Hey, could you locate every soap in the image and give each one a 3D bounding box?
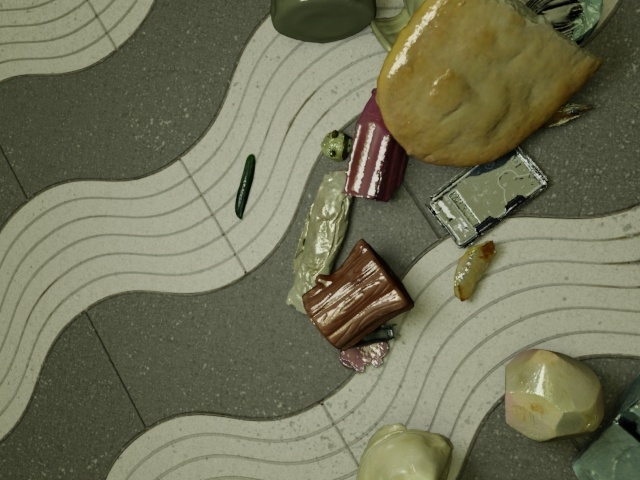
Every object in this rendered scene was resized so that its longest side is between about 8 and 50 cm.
[{"bbox_3d":[0.155,-0.243,1.702,0.112,0.182,0.288,15,97,19],"label":"soap"}]

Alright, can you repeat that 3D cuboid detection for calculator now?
[{"bbox_3d":[0.412,-0.119,1.694,0.274,0.028,0.165,-39,77,12],"label":"calculator"}]

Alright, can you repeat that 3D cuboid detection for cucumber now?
[{"bbox_3d":[-0.210,-0.151,1.881,0.033,0.036,0.184,15,90,9],"label":"cucumber"}]

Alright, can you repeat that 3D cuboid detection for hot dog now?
[{"bbox_3d":[0.370,0.066,1.677,0.078,0.061,0.168,25,98,-26],"label":"hot dog"}]

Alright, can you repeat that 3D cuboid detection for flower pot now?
[{"bbox_3d":[0.270,-0.537,1.634,0.244,0.307,0.307,-44,76,25],"label":"flower pot"}]

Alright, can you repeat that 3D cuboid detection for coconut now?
[{"bbox_3d":[0.521,0.343,1.528,0.197,0.237,0.237,-32,75,-30],"label":"coconut"}]

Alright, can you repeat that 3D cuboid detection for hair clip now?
[{"bbox_3d":[0.116,0.260,1.758,0.187,0.056,0.146,-23,82,23],"label":"hair clip"}]

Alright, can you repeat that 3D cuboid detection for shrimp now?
[{"bbox_3d":[0.506,-0.344,1.668,0.296,0.058,0.168,-7,83,20],"label":"shrimp"}]

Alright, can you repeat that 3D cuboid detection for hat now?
[{"bbox_3d":[0.039,-0.252,1.801,0.076,0.059,0.077,30,100,21],"label":"hat"}]

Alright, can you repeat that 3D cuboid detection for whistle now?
[{"bbox_3d":[0.727,0.418,1.485,0.168,0.188,0.404,39,99,15],"label":"whistle"}]

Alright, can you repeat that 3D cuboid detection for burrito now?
[{"bbox_3d":[0.000,0.000,1.787,0.117,0.076,0.391,17,92,18],"label":"burrito"}]

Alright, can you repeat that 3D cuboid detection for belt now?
[{"bbox_3d":[0.580,-0.534,1.641,0.199,0.078,0.151,-20,80,14],"label":"belt"}]

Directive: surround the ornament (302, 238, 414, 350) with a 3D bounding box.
[{"bbox_3d":[0.084,0.140,1.665,0.218,0.235,0.221,-38,116,7],"label":"ornament"}]

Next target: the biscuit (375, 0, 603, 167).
[{"bbox_3d":[0.342,-0.357,1.523,0.446,0.429,0.104,-45,32,23],"label":"biscuit"}]

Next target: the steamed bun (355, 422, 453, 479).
[{"bbox_3d":[0.179,0.555,1.592,0.203,0.289,0.275,21,96,20],"label":"steamed bun"}]

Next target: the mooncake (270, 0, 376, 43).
[{"bbox_3d":[0.005,-0.607,1.727,0.275,0.275,0.135,-1,84,17],"label":"mooncake"}]
